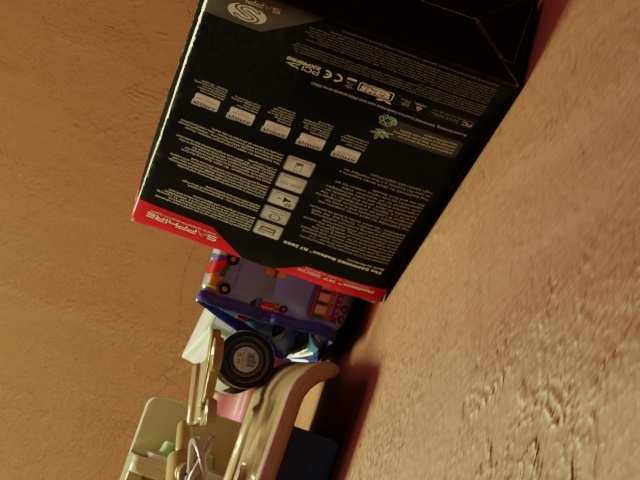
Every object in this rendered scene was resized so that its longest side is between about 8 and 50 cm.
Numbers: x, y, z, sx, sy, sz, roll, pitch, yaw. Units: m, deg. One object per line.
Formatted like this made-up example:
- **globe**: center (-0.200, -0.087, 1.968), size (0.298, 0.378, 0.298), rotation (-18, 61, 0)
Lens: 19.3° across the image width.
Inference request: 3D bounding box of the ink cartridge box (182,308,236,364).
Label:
- **ink cartridge box**: center (-0.092, 0.065, 2.004), size (0.171, 0.056, 0.235), rotation (-65, 10, -23)

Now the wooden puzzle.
- **wooden puzzle**: center (-0.064, 0.272, 1.660), size (0.322, 0.080, 0.348), rotation (152, 142, -82)

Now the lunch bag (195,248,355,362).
- **lunch bag**: center (0.000, 0.000, 1.821), size (0.293, 0.138, 0.221), rotation (61, -135, -75)

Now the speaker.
- **speaker**: center (-0.079, 0.117, 1.790), size (0.136, 0.055, 0.055), rotation (143, 146, -78)

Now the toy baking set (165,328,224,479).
- **toy baking set**: center (-0.115, 0.194, 1.656), size (0.197, 0.030, 0.256), rotation (106, 169, -50)

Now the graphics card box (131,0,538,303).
- **graphics card box**: center (-0.003, -0.096, 1.457), size (0.371, 0.233, 0.094), rotation (117, 171, -61)

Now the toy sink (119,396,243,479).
- **toy sink**: center (-0.139, 0.289, 1.916), size (0.131, 0.153, 0.234), rotation (147, 143, -81)

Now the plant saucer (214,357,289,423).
- **plant saucer**: center (-0.108, 0.235, 2.160), size (0.332, 0.084, 0.332), rotation (-160, 90, -84)
